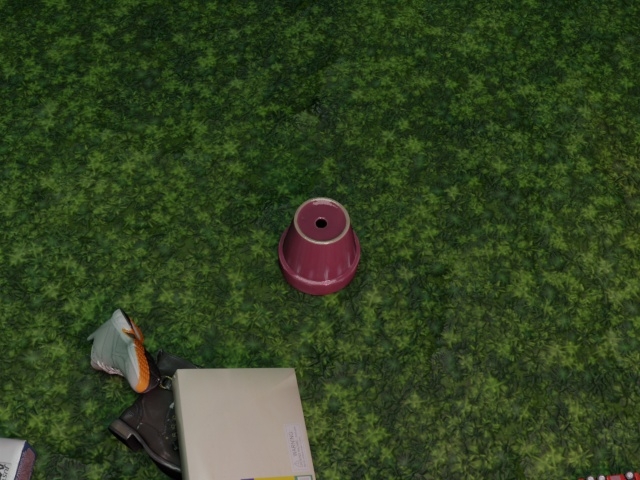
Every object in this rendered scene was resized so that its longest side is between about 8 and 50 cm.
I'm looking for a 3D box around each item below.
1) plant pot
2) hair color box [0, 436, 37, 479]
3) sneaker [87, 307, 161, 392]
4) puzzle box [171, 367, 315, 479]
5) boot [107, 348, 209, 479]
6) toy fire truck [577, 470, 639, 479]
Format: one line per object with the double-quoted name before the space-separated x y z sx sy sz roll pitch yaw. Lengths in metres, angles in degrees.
"plant pot" 0.000 0.000 1.937 0.201 0.180 0.201 2 58 -3
"hair color box" -0.773 0.479 1.654 0.347 0.105 0.174 6 59 1
"sneaker" -0.434 0.262 1.785 0.121 0.099 0.262 -36 35 -5
"puzzle box" -0.149 0.456 1.675 0.272 0.052 0.409 5 55 -26
"boot" -0.300 0.367 1.753 0.263 0.091 0.229 30 63 17
"toy fire truck" 0.585 0.557 1.704 0.192 0.047 0.135 -4 59 -6
